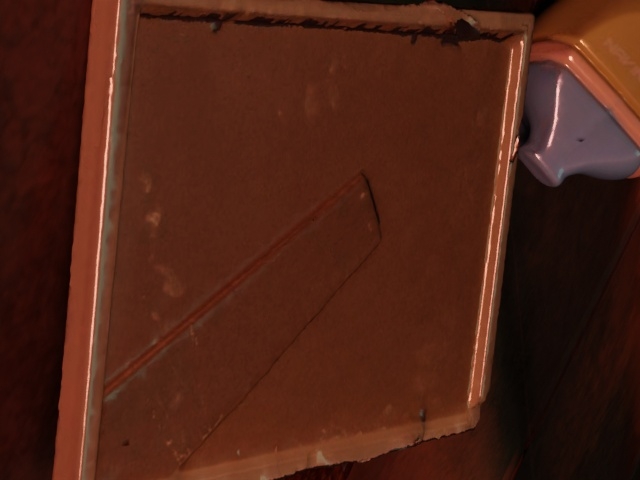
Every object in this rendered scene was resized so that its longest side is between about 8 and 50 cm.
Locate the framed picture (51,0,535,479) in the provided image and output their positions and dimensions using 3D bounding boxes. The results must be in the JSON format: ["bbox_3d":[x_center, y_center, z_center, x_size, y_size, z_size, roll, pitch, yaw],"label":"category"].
[{"bbox_3d":[0.000,0.000,0.813,0.281,0.019,0.209,-3,103,-52],"label":"framed picture"}]

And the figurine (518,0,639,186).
[{"bbox_3d":[0.202,-0.131,1.221,0.262,0.154,0.180,-47,164,-11],"label":"figurine"}]

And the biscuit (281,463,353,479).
[{"bbox_3d":[-0.039,0.108,0.892,0.388,0.073,0.107,-63,160,-17],"label":"biscuit"}]
